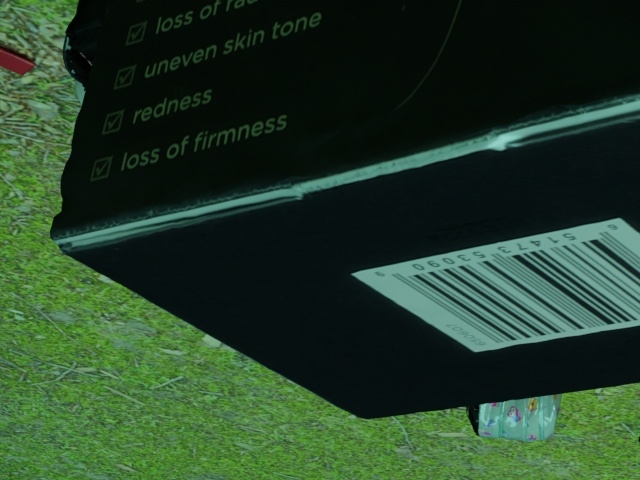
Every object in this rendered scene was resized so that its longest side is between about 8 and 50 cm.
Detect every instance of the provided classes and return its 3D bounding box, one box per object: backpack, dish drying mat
[{"bbox_3d":[0.222,0.137,2.001,0.115,0.182,0.152,2,153,16],"label":"backpack"},{"bbox_3d":[-0.319,-0.183,1.719,0.083,0.008,0.032,23,153,-28],"label":"dish drying mat"}]

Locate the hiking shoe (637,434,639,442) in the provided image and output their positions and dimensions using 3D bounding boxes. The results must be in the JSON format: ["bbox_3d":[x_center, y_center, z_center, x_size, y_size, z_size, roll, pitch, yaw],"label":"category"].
[{"bbox_3d":[0.534,0.254,2.219,0.132,0.113,0.304,18,154,-19],"label":"hiking shoe"}]

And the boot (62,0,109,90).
[{"bbox_3d":[-0.113,-0.231,1.305,0.094,0.207,0.246,17,154,-16],"label":"boot"}]

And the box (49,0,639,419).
[{"bbox_3d":[0.151,-0.186,0.989,0.480,0.472,0.297,-12,149,38],"label":"box"}]

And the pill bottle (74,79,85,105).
[{"bbox_3d":[-0.139,-0.172,1.546,0.117,0.117,0.208,20,153,-21],"label":"pill bottle"}]
